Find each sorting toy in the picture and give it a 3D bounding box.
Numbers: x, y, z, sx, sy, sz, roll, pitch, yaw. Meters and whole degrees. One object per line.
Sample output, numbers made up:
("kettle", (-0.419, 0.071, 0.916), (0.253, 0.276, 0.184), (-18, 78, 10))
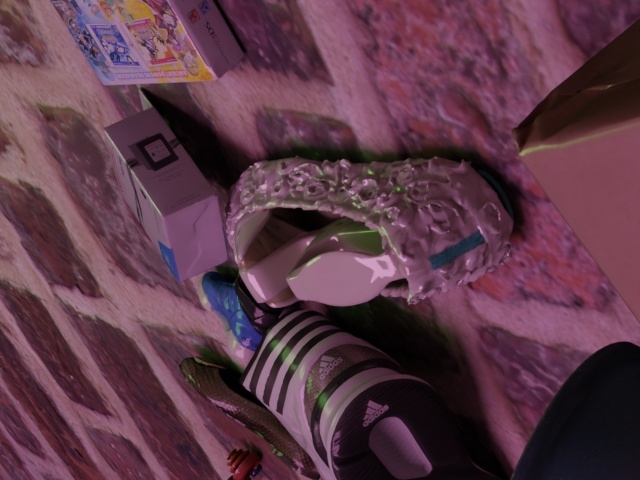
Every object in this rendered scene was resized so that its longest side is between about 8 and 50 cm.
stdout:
("sorting toy", (-0.116, 0.320, 1.893), (0.042, 0.061, 0.102), (37, 129, 16))

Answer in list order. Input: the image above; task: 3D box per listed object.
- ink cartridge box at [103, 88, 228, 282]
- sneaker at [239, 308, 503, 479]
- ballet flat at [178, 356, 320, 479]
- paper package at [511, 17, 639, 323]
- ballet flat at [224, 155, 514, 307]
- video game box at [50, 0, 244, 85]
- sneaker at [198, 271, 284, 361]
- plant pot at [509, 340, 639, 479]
("ink cartridge box", (-0.163, -0.058, 1.378), (0.180, 0.060, 0.104), (52, 161, 36))
("sneaker", (0.066, 0.227, 1.467), (0.257, 0.169, 0.448), (44, 165, 46))
("ballet flat", (-0.079, 0.209, 1.703), (0.250, 0.058, 0.084), (34, -173, 32))
("paper package", (0.322, 0.000, 0.733), (0.325, 0.168, 0.309), (53, 152, -12))
("ballet flat", (0.000, 0.000, 1.218), (0.147, 0.147, 0.409), (55, 152, -17))
("video game box", (-0.183, -0.230, 1.248), (0.205, 0.048, 0.187), (7, 132, 51))
("sneaker", (-0.084, 0.058, 1.504), (0.058, 0.085, 0.152), (16, -156, -29))
("plant pot", (0.328, 0.279, 0.962), (0.334, 0.341, 0.341), (15, 141, 33))
